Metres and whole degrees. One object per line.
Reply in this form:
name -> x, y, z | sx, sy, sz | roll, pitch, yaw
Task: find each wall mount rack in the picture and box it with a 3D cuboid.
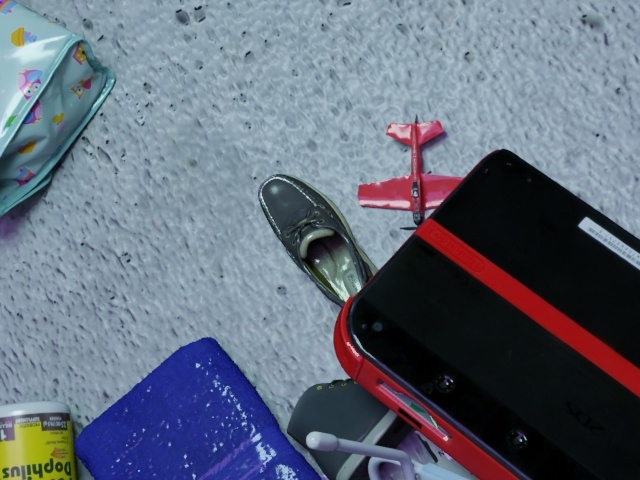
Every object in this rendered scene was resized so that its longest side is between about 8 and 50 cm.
wall mount rack -> 0.140, 0.295, 1.226 | 0.350, 0.304, 0.130 | 16, 47, 40

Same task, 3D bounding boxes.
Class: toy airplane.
toy airplane -> 0.117, -0.083, 1.482 | 0.151, 0.028, 0.151 | -2, 80, 12

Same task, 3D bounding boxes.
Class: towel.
towel -> -0.130, 0.289, 1.443 | 0.228, 0.076, 0.308 | -39, 63, -1

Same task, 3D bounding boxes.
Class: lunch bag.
lunch bag -> -0.431, -0.175, 1.576 | 0.223, 0.160, 0.262 | 29, 83, 17

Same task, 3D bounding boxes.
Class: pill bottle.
pill bottle -> -0.353, 0.307, 1.489 | 0.117, 0.117, 0.215 | -11, 78, 13

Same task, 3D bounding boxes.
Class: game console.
game console -> 0.245, 0.108, 1.343 | 0.386, 0.060, 0.342 | 37, 62, 16

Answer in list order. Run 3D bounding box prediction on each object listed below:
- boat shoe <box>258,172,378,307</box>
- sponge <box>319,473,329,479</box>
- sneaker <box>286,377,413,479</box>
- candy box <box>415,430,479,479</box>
boat shoe -> 0.000, 0.001, 1.474 | 0.080, 0.073, 0.223 | -39, 73, 5
sponge -> 0.034, 0.383, 1.419 | 0.117, 0.031, 0.210 | -45, 73, 3
sneaker -> 0.060, 0.172, 1.424 | 0.118, 0.083, 0.222 | 38, 83, 30
candy box -> 0.237, 0.265, 1.366 | 0.159, 0.071, 0.233 | -36, 73, 7
